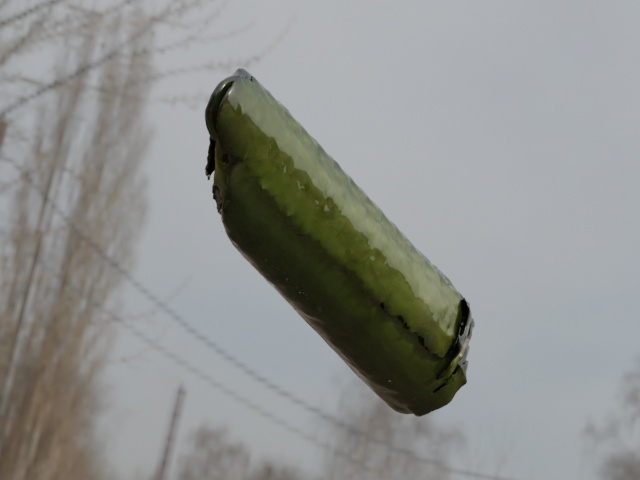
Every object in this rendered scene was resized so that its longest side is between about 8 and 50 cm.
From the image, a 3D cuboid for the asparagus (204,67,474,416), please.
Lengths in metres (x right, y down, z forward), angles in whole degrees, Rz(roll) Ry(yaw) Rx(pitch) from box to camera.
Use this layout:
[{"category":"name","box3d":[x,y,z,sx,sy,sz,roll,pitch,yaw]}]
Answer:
[{"category":"asparagus","box3d":[0.000,0.000,1.179,0.382,0.108,0.128,47,-6,-40]}]
